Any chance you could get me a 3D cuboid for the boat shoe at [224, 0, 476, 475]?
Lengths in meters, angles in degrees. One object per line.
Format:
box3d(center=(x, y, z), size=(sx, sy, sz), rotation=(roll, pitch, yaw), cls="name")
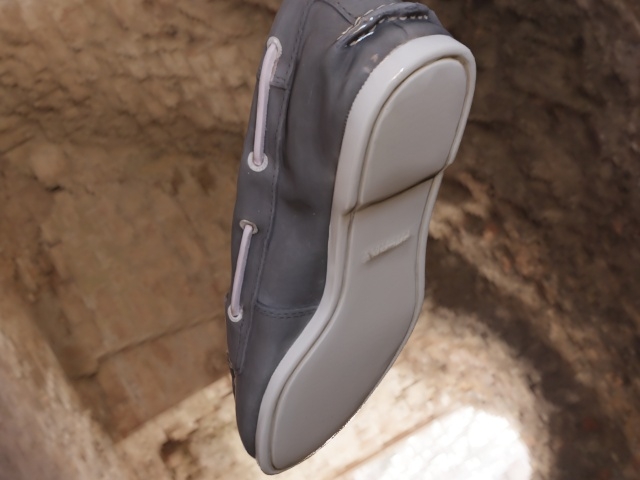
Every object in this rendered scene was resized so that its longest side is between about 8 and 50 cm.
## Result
box3d(center=(0.000, 0.000, 0.675), size=(0.095, 0.112, 0.335), rotation=(46, -40, 30), cls="boat shoe")
